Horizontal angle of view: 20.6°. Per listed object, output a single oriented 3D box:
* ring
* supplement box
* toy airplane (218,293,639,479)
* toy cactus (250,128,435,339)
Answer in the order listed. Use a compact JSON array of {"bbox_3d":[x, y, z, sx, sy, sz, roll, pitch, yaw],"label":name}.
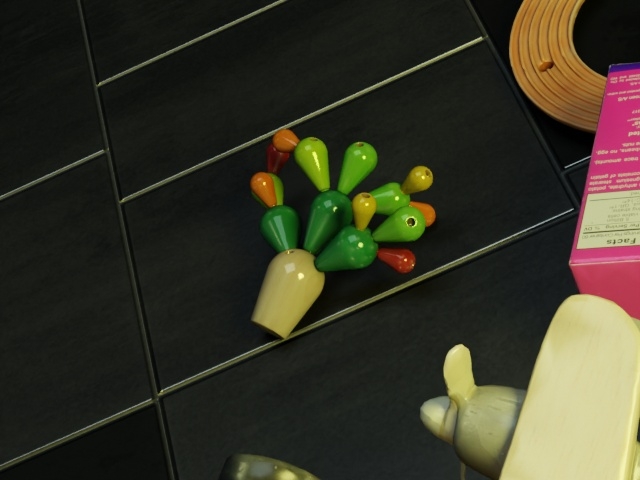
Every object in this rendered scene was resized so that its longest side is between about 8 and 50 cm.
[{"bbox_3d":[0.331,-0.201,1.560,0.336,0.032,0.337,-16,42,15],"label":"ring"},{"bbox_3d":[0.269,-0.028,1.343,0.114,0.111,0.220,-3,46,26],"label":"supplement box"},{"bbox_3d":[0.093,0.267,1.048,0.386,0.272,0.384,-25,77,-11],"label":"toy airplane"},{"bbox_3d":[0.000,0.000,1.496,0.219,0.112,0.180,21,78,39],"label":"toy cactus"}]
